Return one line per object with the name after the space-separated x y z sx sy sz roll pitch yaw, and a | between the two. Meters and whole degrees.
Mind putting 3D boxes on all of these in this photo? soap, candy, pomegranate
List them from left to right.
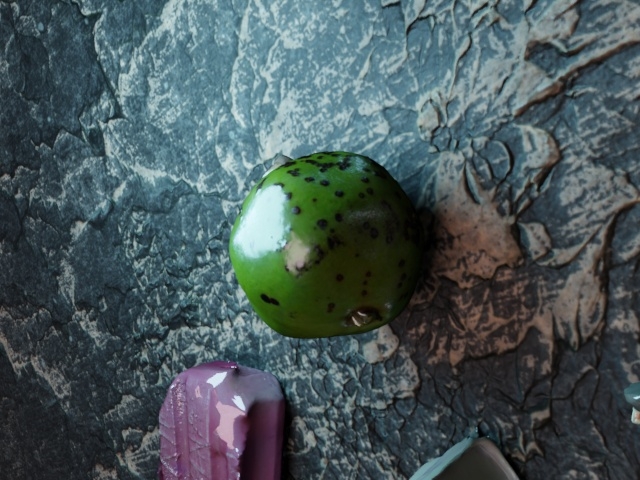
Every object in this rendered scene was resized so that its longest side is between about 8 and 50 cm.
-0.169 0.349 1.206 0.220 0.127 0.324 12 108 37 | soap
0.000 0.000 0.913 0.270 0.254 0.254 53 129 32 | pomegranate
0.169 0.355 0.886 0.184 0.195 0.137 54 134 11 | candy

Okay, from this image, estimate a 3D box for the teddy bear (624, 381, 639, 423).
0.416 0.237 0.674 0.171 0.144 0.250 -22 88 34 | teddy bear
